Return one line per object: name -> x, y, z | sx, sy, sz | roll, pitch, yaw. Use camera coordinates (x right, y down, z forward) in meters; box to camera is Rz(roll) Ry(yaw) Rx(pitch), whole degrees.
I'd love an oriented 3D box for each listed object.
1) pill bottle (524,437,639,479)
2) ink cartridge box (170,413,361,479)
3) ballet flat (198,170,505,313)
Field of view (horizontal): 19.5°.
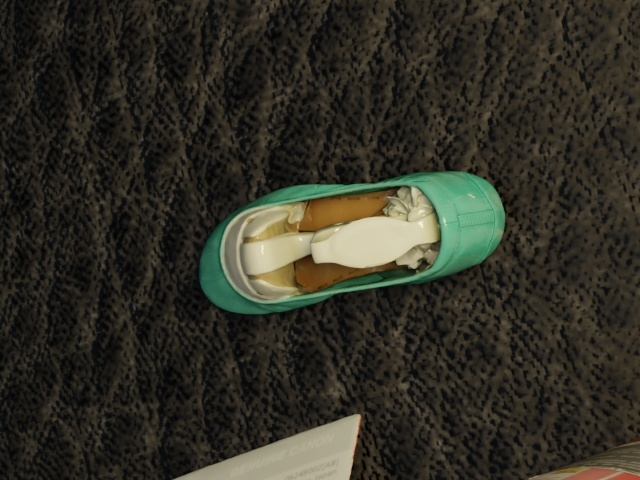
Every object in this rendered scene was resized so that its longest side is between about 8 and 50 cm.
pill bottle -> 0.146, 0.226, 0.996 | 0.210, 0.363, 0.210 | 2, 93, 32
ink cartridge box -> -0.087, 0.332, 1.245 | 0.308, 0.091, 0.385 | -24, 40, 31
ballet flat -> 0.000, 0.000, 1.236 | 0.247, 0.087, 0.083 | -12, 87, 32
